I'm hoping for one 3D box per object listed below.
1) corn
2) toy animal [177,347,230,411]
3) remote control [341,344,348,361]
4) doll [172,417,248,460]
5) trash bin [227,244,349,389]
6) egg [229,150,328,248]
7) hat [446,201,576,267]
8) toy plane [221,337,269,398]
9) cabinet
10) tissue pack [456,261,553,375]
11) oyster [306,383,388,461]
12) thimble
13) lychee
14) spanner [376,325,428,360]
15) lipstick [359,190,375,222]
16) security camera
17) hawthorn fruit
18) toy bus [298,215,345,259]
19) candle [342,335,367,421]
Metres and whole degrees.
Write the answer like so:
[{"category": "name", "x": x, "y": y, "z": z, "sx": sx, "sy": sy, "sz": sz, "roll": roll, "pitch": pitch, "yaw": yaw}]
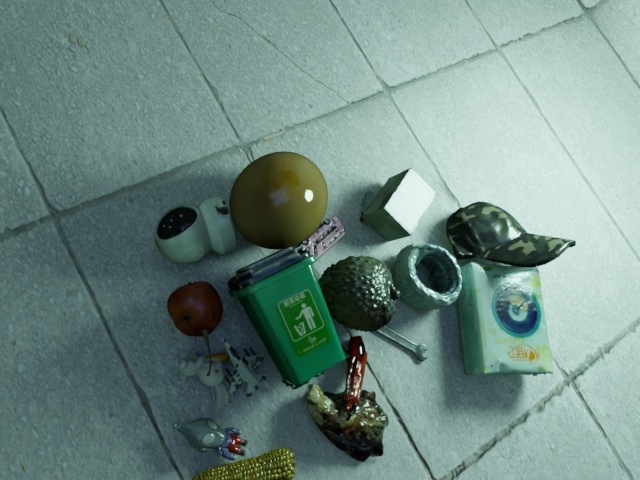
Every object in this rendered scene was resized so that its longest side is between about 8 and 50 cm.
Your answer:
[{"category": "corn", "x": -0.221, "y": 0.680, "z": 1.402, "sx": 0.313, "sy": 0.102, "sz": 0.102, "roll": -9, "pitch": 75, "yaw": -15}, {"category": "toy animal", "x": -0.333, "y": 0.409, "z": 1.470, "sx": 0.182, "sy": 0.131, "sz": 0.127, "roll": 29, "pitch": 101, "yaw": 3}, {"category": "remote control", "x": 0.092, "y": 0.391, "z": 1.627, "sx": 0.091, "sy": 0.016, "sz": 0.034, "roll": 45, "pitch": 49, "yaw": 1}, {"category": "doll", "x": -0.321, "y": 0.571, "z": 1.417, "sx": 0.227, "sy": 0.075, "sz": 0.102, "roll": 27, "pitch": 35, "yaw": -14}, {"category": "trash bin", "x": -0.106, "y": 0.231, "z": 1.501, "sx": 0.259, "sy": 0.295, "sz": 0.381, "roll": -24, "pitch": 92, "yaw": -20}, {"category": "egg", "x": -0.125, "y": -0.134, "z": 1.571, "sx": 0.301, "sy": 0.301, "sz": 0.374, "roll": 42, "pitch": 43, "yaw": 0}, {"category": "hat", "x": 0.688, "y": -0.041, "z": 1.758, "sx": 0.366, "sy": 0.382, "sz": 0.257, "roll": -22, "pitch": 94, "yaw": -41}, {"category": "toy plane", "x": -0.242, "y": 0.383, "z": 1.487, "sx": 0.160, "sy": 0.082, "sz": 0.234, "roll": -46, "pitch": 108, "yaw": -32}, {"category": "cabinet", "x": 0.287, "y": -0.127, "z": 1.768, "sx": 0.150, "sy": 0.145, "sz": 0.206, "roll": 42, "pitch": 65, "yaw": -15}, {"category": "tissue pack", "x": 0.648, "y": 0.284, "z": 1.747, "sx": 0.287, "sy": 0.162, "sz": 0.388, "roll": 3, "pitch": 71, "yaw": -12}, {"category": "oyster", "x": 0.097, "y": 0.561, "z": 1.531, "sx": 0.271, "sy": 0.100, "sz": 0.275, "roll": -6, "pitch": 69, "yaw": -33}, {"category": "thimble", "x": 0.369, "y": 0.124, "z": 1.711, "sx": 0.205, "sy": 0.172, "sz": 0.250, "roll": -31, "pitch": 85, "yaw": -21}, {"category": "lychee", "x": 0.123, "y": 0.176, "z": 1.584, "sx": 0.274, "sy": 0.255, "sz": 0.255, "roll": -9, "pitch": 72, "yaw": 17}, {"category": "spanner", "x": 0.245, "y": 0.327, "z": 1.693, "sx": 0.302, "sy": 0.017, "sz": 0.071, "roll": 29, "pitch": 65, "yaw": -5}, {"category": "lipstick", "x": 0.169, "y": -0.122, "z": 1.808, "sx": 0.030, "sy": 0.030, "sz": 0.129, "roll": 23, "pitch": 67, "yaw": -8}, {"category": "security camera", "x": -0.397, "y": -0.023, "z": 1.532, "sx": 0.236, "sy": 0.194, "sz": 0.194, "roll": -17, "pitch": 78, "yaw": -15}, {"category": "hawthorn fruit", "x": -0.349, "y": 0.258, "z": 1.458, "sx": 0.165, "sy": 0.165, "sz": 0.285, "roll": -21, "pitch": 71, "yaw": -21}, {"category": "toy bus", "x": 0.000, "y": 0.000, "z": 1.703, "sx": 0.203, "sy": 0.063, "sz": 0.090, "roll": -41, "pitch": 88, "yaw": -24}, {"category": "candle", "x": 0.106, "y": 0.430, "z": 1.544, "sx": 0.084, "sy": 0.059, "sz": 0.301, "roll": 40, "pitch": 37, "yaw": -19}]
